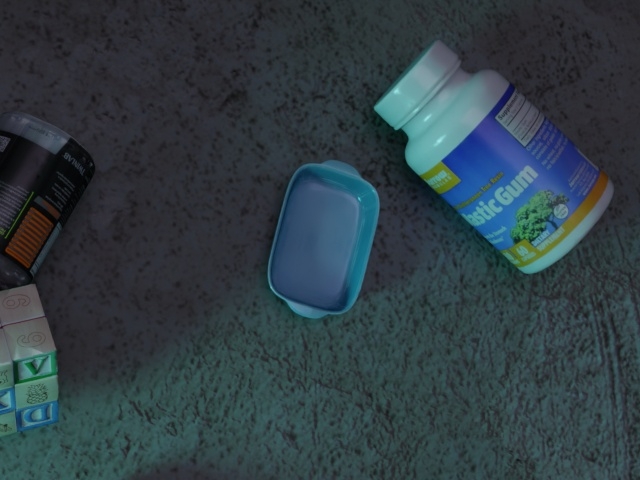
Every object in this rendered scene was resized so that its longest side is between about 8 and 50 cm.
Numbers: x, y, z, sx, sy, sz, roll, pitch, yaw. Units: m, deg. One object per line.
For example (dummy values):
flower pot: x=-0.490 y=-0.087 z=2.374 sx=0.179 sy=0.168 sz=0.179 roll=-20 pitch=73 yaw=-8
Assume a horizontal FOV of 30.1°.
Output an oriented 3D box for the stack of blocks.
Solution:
stack of blocks: x=-0.405 y=0.129 z=1.127 sx=0.297 sy=0.171 sz=0.087 roll=-12 pitch=54 yaw=-21

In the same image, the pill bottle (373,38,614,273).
pill bottle: x=0.196 y=-0.102 z=1.394 sx=0.272 sy=0.152 sz=0.152 roll=42 pitch=69 yaw=-6

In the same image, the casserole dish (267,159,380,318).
casserole dish: x=0.000 y=0.000 z=1.370 sx=0.114 sy=0.037 sz=0.188 roll=18 pitch=74 yaw=-14

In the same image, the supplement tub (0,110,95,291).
supplement tub: x=-0.325 y=-0.027 z=1.226 sx=0.117 sy=0.117 sz=0.190 roll=31 pitch=71 yaw=-10
